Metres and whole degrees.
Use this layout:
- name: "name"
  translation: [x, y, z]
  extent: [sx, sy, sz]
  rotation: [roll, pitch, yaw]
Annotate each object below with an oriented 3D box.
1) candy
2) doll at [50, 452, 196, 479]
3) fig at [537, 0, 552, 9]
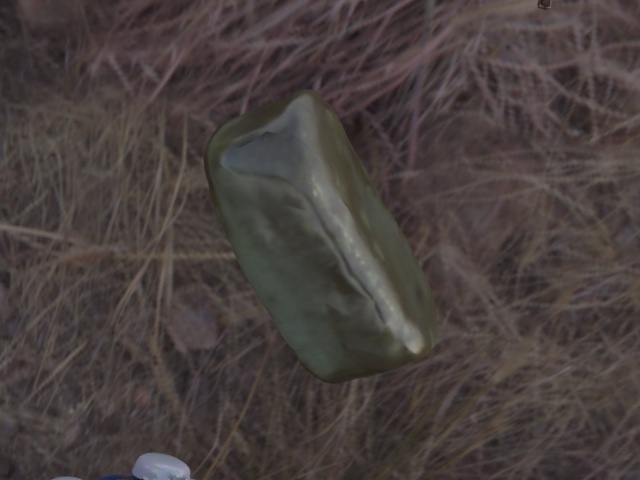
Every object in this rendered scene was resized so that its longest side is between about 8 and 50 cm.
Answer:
- name: "candy"
  translation: [0.000, 0.000, 1.044]
  extent: [0.234, 0.104, 0.102]
  rotation: [58, 32, -20]
- name: "doll"
  translation: [-0.190, 0.411, 1.568]
  extent: [0.284, 0.240, 0.310]
  rotation: [-23, 33, -28]
- name: "fig"
  translation: [0.222, -0.288, 1.157]
  extent: [0.128, 0.128, 0.150]
  rotation: [-44, 118, -25]
